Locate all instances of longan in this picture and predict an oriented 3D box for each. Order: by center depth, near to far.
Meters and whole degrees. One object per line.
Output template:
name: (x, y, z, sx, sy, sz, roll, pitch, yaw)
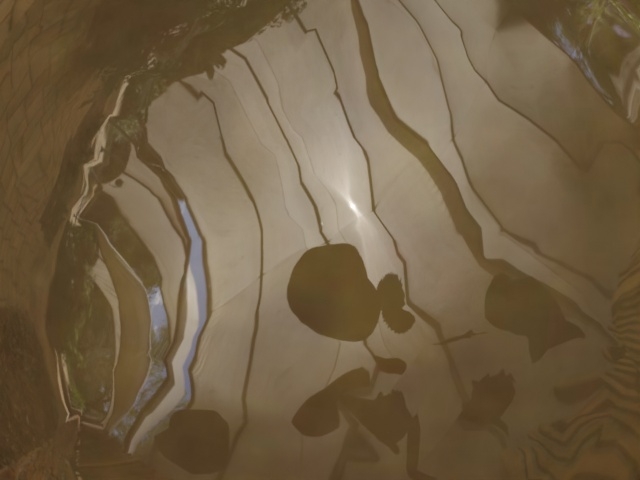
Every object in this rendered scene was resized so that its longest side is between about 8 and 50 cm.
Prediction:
longan: (0.003, 0.000, 0.660, 0.297, 0.297, 0.297, -10, 113, -25)
